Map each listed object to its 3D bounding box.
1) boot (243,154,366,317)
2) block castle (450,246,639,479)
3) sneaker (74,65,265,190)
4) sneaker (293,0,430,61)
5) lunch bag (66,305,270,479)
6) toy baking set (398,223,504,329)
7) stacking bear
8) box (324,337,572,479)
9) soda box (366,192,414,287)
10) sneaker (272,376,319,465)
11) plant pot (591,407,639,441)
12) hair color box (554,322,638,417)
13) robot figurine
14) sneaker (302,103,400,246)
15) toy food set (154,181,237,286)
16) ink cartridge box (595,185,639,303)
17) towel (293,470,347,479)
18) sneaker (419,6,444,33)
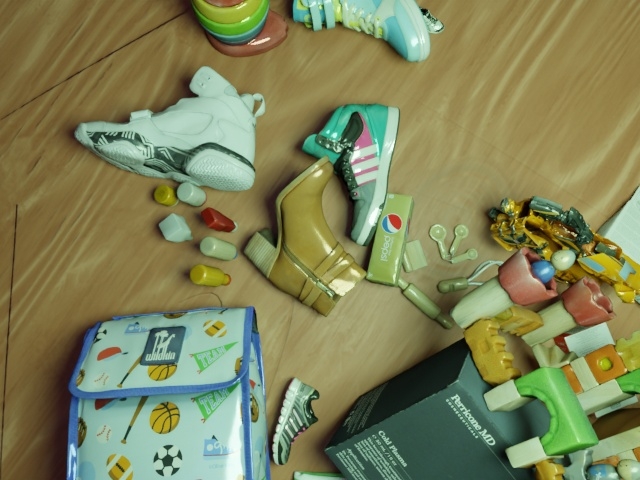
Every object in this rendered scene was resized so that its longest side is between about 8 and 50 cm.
[{"bbox_3d":[0.000,0.000,0.965,0.220,0.109,0.283,39,110,6],"label":"boot"},{"bbox_3d":[0.417,0.244,0.733,0.213,0.303,0.452,-42,46,33],"label":"block castle"},{"bbox_3d":[-0.290,-0.234,1.011,0.366,0.137,0.210,12,78,4],"label":"sneaker"},{"bbox_3d":[0.067,-0.459,1.034,0.208,0.127,0.318,-31,77,-5],"label":"sneaker"},{"bbox_3d":[-0.266,0.318,0.920,0.328,0.239,0.385,-5,69,0],"label":"lunch bag"},{"bbox_3d":[0.276,0.079,1.036,0.197,0.030,0.256,-44,87,-3],"label":"toy baking set"},{"bbox_3d":[-0.172,-0.482,0.948,0.164,0.289,0.175,-35,87,-3],"label":"stacking bear"},{"bbox_3d":[0.246,0.390,0.868,0.312,0.179,0.343,-41,87,34],"label":"box"},{"bbox_3d":[0.142,0.000,1.013,0.058,0.061,0.181,10,80,17],"label":"soda box"},{"bbox_3d":[-0.045,0.364,0.994,0.075,0.063,0.170,14,81,7],"label":"sneaker"},{"bbox_3d":[0.630,0.433,0.925,0.291,0.203,0.290,0,86,-1],"label":"plant pot"},{"bbox_3d":[0.553,0.257,1.014,0.093,0.053,0.167,-20,85,-3],"label":"hair color box"},{"bbox_3d":[0.458,0.015,0.959,0.291,0.211,0.085,32,79,-7],"label":"robot figurine"},{"bbox_3d":[0.047,-0.146,1.005,0.179,0.124,0.295,12,79,-3],"label":"sneaker"},{"bbox_3d":[-0.240,-0.021,1.025,0.111,0.104,0.232,-38,68,10],"label":"toy food set"},{"bbox_3d":[0.680,0.006,1.047,0.181,0.056,0.224,42,68,3],"label":"ink cartridge box"},{"bbox_3d":[0.052,0.628,0.990,0.248,0.038,0.324,3,87,0],"label":"towel"},{"bbox_3d":[0.229,-0.474,1.078,0.083,0.037,0.031,26,84,0],"label":"sneaker"}]
